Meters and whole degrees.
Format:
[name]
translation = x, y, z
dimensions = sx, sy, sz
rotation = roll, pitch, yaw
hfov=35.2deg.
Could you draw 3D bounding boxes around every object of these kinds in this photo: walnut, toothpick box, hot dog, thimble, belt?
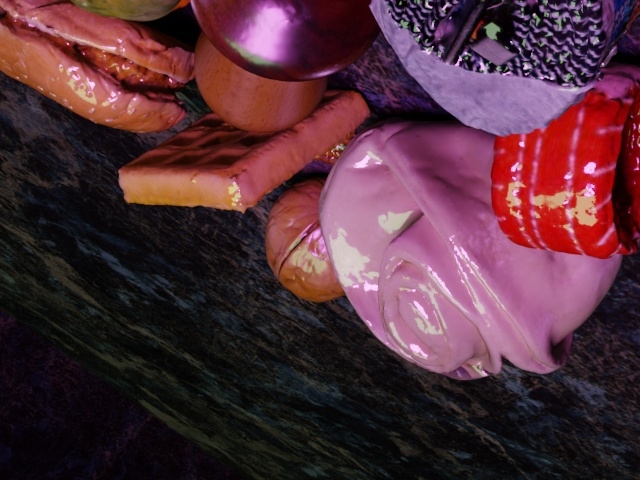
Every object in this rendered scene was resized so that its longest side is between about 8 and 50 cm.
[walnut]
translation = 0.000, 0.000, 1.453
dimensions = 0.167, 0.167, 0.207
rotation = 25, 155, 6
[toothpick box]
translation = -0.045, -0.219, 1.017
dimensions = 0.192, 0.192, 0.294
rotation = 29, 162, -3
[hot dog]
translation = -0.001, -0.127, 1.338
dimensions = 0.144, 0.038, 0.062
rotation = 16, 155, 26
[thimble]
translation = 0.248, -0.080, 0.979
dimensions = 0.125, 0.163, 0.190
rotation = 9, 108, 34
[belt]
translation = 0.160, -0.209, 0.838
dimensions = 0.207, 0.150, 0.257
rotation = 37, 156, 5

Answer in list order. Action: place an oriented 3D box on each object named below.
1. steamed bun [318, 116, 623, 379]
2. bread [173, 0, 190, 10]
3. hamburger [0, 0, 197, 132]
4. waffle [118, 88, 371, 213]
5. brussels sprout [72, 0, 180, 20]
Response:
[steamed bun]
translation = 0.167, 0.031, 1.212
dimensions = 0.367, 0.255, 0.342
rotation = 9, 149, 34
[bread]
translation = -0.263, -0.327, 1.126
dimensions = 0.268, 0.095, 0.139
rotation = 19, 160, -4
[hamburger]
translation = -0.291, -0.232, 1.225
dimensions = 0.283, 0.145, 0.259
rotation = 33, -168, 14
[waffle]
translation = -0.093, -0.116, 1.224
dimensions = 0.221, 0.248, 0.055
rotation = 5, 123, 43
[brussels sprout]
translation = -0.208, -0.295, 1.000
dimensions = 0.183, 0.146, 0.131
rotation = 22, -162, 4
